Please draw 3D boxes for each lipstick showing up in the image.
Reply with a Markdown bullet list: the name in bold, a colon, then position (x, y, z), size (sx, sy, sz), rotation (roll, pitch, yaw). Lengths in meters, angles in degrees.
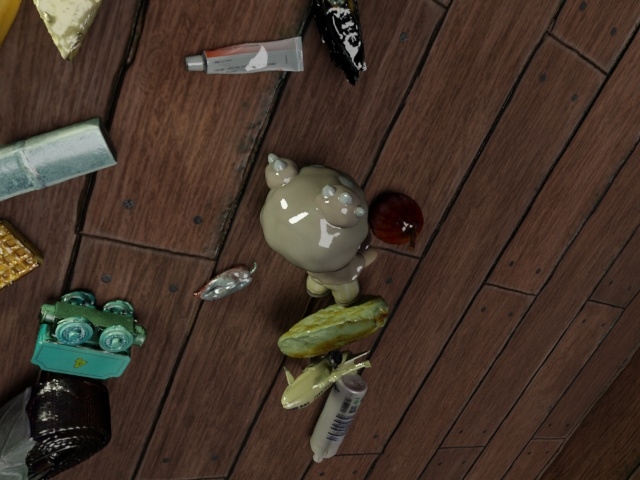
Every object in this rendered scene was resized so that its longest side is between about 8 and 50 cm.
- **lipstick**: position (-0.482, -0.116, 0.733), size (0.290, 0.076, 0.077), rotation (-21, 126, -13)

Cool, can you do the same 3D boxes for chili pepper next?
- **chili pepper**: position (-0.205, 0.094, 1.005), size (0.153, 0.041, 0.050), rotation (-24, 83, -10)

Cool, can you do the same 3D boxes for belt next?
- **belt**: position (-0.559, 0.403, 0.916), size (0.289, 0.164, 0.184), rotation (-32, 145, 6)

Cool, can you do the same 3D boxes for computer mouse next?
- **computer mouse**: position (0.029, -0.388, 0.792), size (0.078, 0.146, 0.241), rotation (-8, 115, 12)

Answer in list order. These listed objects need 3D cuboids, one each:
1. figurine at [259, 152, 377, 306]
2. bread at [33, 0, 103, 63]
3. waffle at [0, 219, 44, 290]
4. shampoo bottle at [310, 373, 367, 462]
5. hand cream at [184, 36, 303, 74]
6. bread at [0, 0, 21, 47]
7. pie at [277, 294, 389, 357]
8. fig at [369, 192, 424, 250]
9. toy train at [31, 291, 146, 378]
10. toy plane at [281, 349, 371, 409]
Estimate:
- **figurine**: position (0.000, 0.001, 0.957), size (0.203, 0.248, 0.380), rotation (-39, 142, -19)
- **bread**: position (-0.274, -0.341, 0.600), size (0.178, 0.240, 0.135), rotation (-24, 125, -10)
- **waffle**: position (-0.577, 0.038, 0.798), size (0.148, 0.042, 0.102), rotation (-33, 125, -5)
- **shampoo bottle**: position (0.041, 0.522, 1.333), size (0.092, 0.092, 0.303), rotation (8, 115, -28)
- **hand cream**: position (-0.130, -0.322, 0.810), size (0.216, 0.038, 0.052), rotation (-15, 147, -24)
- **bread**: position (-0.499, -0.271, 0.639), size (0.093, 0.074, 0.239), rotation (30, 101, -18)
- **pie**: position (0.034, 0.200, 1.079), size (0.275, 0.257, 0.105), rotation (-20, 80, -6)
- **fig**: position (0.172, -0.045, 1.052), size (0.129, 0.150, 0.128), rotation (3, 105, 13)
- **toy train**: position (-0.456, 0.189, 0.906), size (0.198, 0.107, 0.154), rotation (23, 114, -33)
- **toy plane**: position (0.002, 0.328, 1.127), size (0.256, 0.242, 0.104), rotation (-10, 81, -41)
